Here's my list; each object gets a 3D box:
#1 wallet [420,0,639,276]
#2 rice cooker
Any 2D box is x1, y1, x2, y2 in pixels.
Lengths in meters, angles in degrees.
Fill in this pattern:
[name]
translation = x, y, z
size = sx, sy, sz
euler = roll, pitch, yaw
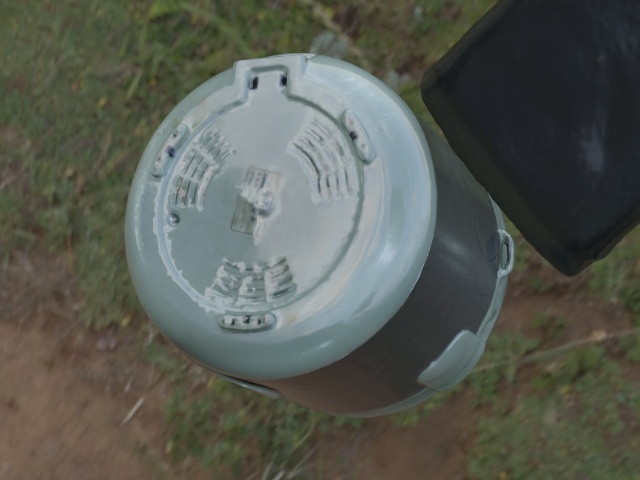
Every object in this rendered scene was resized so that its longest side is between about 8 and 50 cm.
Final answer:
[wallet]
translation = 0.186, -0.106, 1.011
size = 0.168, 0.245, 0.052
euler = 53, 36, 7
[rice cooker]
translation = 0.000, 0.002, 1.397
size = 0.288, 0.277, 0.288
euler = -6, 74, 22
